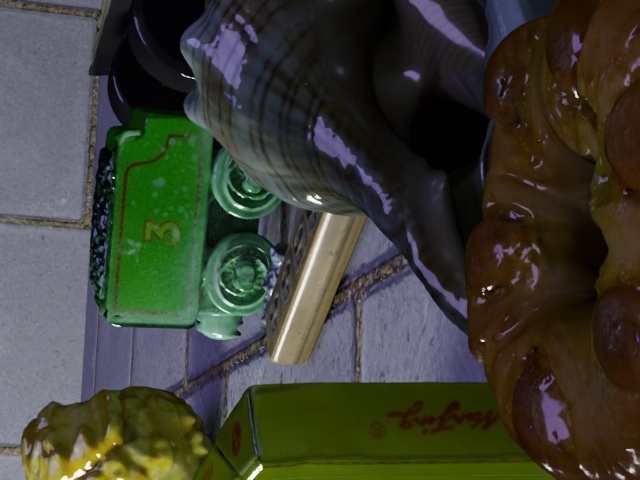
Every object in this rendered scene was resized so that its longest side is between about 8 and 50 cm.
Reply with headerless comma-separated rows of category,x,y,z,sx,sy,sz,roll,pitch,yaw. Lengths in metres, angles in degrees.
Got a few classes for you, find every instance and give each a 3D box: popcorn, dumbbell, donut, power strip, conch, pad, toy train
popcorn,-0.239,0.286,1.616,0.266,0.233,0.192,-45,41,27
dumbbell,-0.154,-0.211,1.587,0.218,0.152,0.153,132,140,-66
donut,0.135,-0.003,0.555,0.226,0.113,0.227,-175,90,-74
power strip,0.000,0.000,1.171,0.305,0.044,0.064,111,159,-44
conch,0.040,-0.086,0.867,0.203,0.169,0.386,-46,65,14
pad,-0.184,-0.272,1.685,0.233,0.174,0.022,119,138,-59
toy train,-0.131,-0.024,1.383,0.132,0.188,0.243,-149,65,-71

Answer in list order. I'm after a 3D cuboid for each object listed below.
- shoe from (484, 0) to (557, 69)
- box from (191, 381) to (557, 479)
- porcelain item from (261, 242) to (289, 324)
shoe,0.110,-0.105,0.734,0.078,0.079,0.195,-49,42,43
box,0.011,0.163,0.815,0.335,0.187,0.047,121,147,-58
porcelain item,-0.040,0.045,1.330,0.036,0.028,0.083,-121,38,-61
